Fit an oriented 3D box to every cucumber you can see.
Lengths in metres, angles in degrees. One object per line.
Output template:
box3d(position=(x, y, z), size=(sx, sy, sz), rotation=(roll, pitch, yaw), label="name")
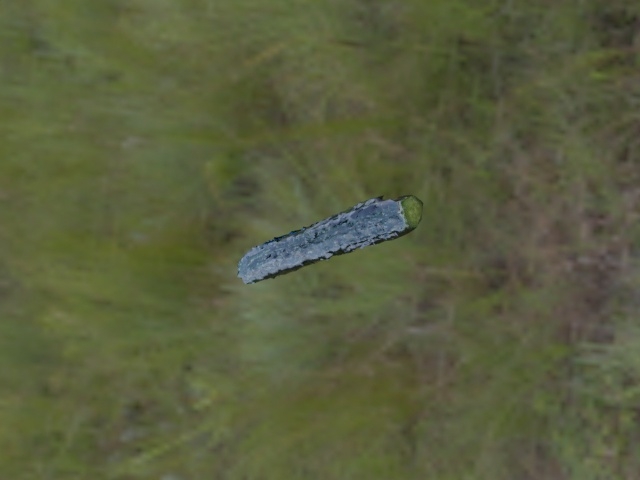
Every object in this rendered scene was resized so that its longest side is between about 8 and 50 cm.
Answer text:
box3d(position=(0.000, 0.001, 1.764), size=(0.257, 0.044, 0.043), rotation=(-20, 26, 42), label="cucumber")
